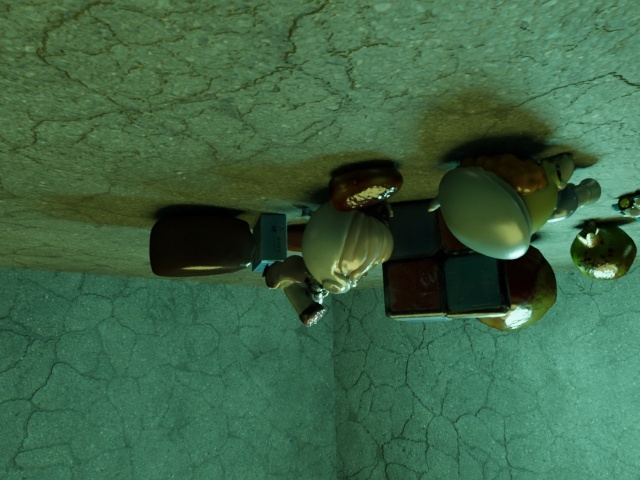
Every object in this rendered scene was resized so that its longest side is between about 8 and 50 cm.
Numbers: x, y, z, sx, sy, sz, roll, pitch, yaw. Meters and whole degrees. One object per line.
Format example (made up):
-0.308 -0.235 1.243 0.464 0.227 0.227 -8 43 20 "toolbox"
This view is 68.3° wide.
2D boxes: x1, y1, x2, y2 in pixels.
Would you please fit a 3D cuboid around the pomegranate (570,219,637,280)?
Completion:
0.950 0.019 1.585 0.198 0.198 0.246 -5 129 20 "pomegranate"

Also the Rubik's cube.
0.351 0.066 1.341 0.313 0.318 0.316 -6 169 17 "Rubik's cube"

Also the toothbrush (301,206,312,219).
0.019 -0.056 1.415 0.030 0.030 0.304 -6 169 26 "toothbrush"

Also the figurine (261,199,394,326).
0.026 0.042 1.208 0.211 0.253 0.361 27 129 -25 "figurine"

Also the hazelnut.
0.702 0.162 1.841 0.421 0.353 0.421 8 -166 -2 "hazelnut"

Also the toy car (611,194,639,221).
0.857 -0.074 1.226 0.126 0.098 0.161 6 165 -26 "toy car"

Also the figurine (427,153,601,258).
0.428 -0.074 0.942 0.382 0.205 0.224 -7 177 -16 "figurine"

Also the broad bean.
0.095 -0.113 1.000 0.165 0.084 0.114 -12 -177 18 "broad bean"

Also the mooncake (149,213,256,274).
-0.341 0.016 1.379 0.334 0.174 0.326 -7 171 13 "mooncake"

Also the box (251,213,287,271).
-0.161 0.013 1.460 0.083 0.142 0.232 1 169 -14 "box"

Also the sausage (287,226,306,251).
0.000 0.000 1.507 0.300 0.083 0.089 3 173 25 "sausage"
